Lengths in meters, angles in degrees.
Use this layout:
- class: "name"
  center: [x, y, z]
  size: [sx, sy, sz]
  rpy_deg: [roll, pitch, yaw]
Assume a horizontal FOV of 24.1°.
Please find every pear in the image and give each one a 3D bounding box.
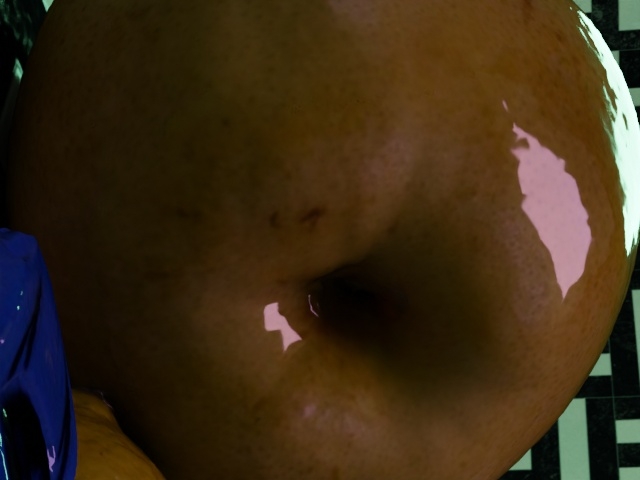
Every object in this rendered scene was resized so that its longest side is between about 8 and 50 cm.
- class: "pear"
  center: [-0.003, -0.017, 0.691]
  size: [0.314, 0.314, 0.314]
  rpy_deg: [-3, 90, -81]

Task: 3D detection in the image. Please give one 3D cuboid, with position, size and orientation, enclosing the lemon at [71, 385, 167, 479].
- class: "lemon"
  center: [-0.106, 0.115, 0.557]
  size: [0.109, 0.109, 0.133]
  rpy_deg: [67, 36, -64]

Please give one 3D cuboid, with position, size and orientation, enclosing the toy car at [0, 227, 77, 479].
- class: "toy car"
  center: [-0.097, 0.088, 0.368]
  size: [0.103, 0.063, 0.216]
  rpy_deg: [86, 15, -49]
